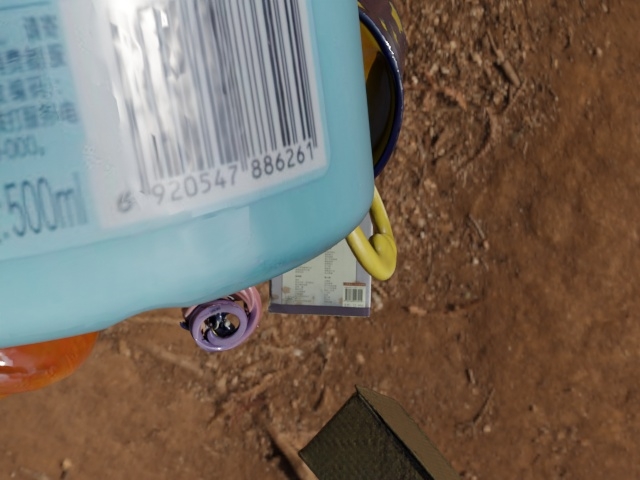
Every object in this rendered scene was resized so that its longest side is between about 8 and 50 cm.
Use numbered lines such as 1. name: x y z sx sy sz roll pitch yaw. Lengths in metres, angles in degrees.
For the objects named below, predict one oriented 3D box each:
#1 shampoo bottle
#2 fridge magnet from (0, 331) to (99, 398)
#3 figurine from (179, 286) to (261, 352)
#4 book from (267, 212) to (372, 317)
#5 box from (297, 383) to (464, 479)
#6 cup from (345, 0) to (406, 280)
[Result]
1. shampoo bottle: -0.148 -0.156 0.433 0.331 0.331 0.343 -5 104 13
2. fridge magnet: -0.415 0.045 0.935 0.363 0.364 0.155 28 109 -12
3. figurine: -0.158 0.079 1.305 0.126 0.157 0.114 -28 145 10
4. book: 0.000 0.000 1.311 0.157 0.026 0.231 2 101 3
5. box: 0.119 0.373 1.318 0.143 0.273 0.184 -47 149 5
6. cup: -0.014 -0.105 0.749 0.178 0.256 0.255 5 112 7
